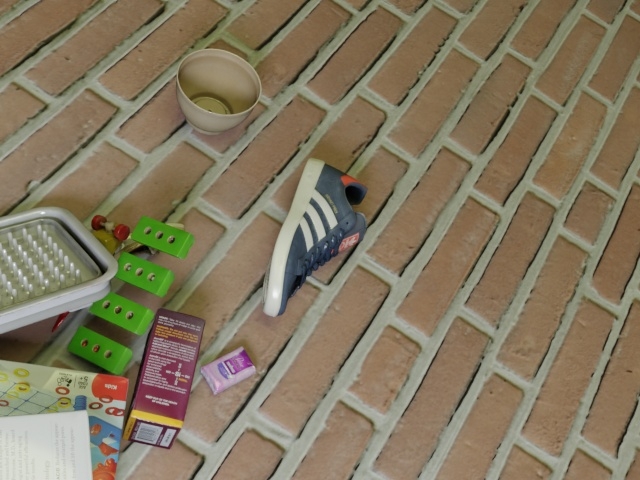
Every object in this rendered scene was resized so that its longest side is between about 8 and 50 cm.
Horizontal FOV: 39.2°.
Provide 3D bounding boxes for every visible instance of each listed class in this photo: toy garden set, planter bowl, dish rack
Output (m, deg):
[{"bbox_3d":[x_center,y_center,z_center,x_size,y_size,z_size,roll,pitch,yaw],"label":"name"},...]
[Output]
[{"bbox_3d":[-0.329,0.076,1.446,0.204,0.049,0.244,19,74,32],"label":"toy garden set"},{"bbox_3d":[-0.205,-0.272,1.725,0.162,0.109,0.162,9,57,-15],"label":"planter bowl"},{"bbox_3d":[-0.500,0.063,1.369,0.333,0.072,0.285,-20,35,-29],"label":"dish rack"}]

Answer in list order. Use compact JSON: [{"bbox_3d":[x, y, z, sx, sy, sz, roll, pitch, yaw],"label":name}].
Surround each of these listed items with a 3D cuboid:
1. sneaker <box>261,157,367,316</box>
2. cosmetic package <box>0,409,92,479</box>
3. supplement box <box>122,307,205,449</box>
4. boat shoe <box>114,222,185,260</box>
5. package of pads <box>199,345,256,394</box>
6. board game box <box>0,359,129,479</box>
[{"bbox_3d":[0.000,0.000,1.616,0.148,0.131,0.350,21,54,-2],"label":"sneaker"},{"bbox_3d":[-0.392,0.317,1.149,0.184,0.151,0.151,-1,60,-20],"label":"cosmetic package"},{"bbox_3d":[-0.244,0.216,1.405,0.081,0.104,0.188,16,55,-11],"label":"supplement box"},{"bbox_3d":[-0.296,0.006,1.556,0.135,0.050,0.045,-16,69,-17],"label":"boat shoe"},{"bbox_3d":[-0.153,0.216,1.484,0.083,0.032,0.050,-25,73,-31],"label":"package of pads"},{"bbox_3d":[-0.445,0.327,1.270,0.308,0.086,0.302,10,56,-15],"label":"board game box"}]
